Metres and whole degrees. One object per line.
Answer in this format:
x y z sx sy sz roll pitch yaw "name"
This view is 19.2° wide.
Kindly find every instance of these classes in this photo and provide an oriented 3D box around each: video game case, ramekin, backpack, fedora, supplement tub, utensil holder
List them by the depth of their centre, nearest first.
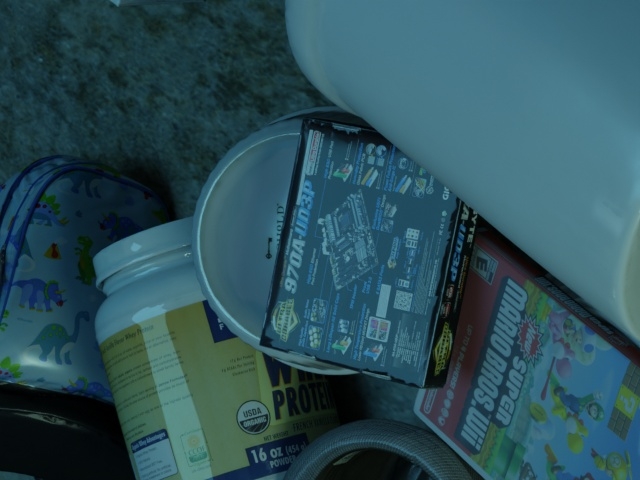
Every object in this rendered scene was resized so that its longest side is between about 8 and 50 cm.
0.214 -0.148 1.479 0.385 0.328 0.327 43 128 36 "utensil holder"
0.197 0.145 1.655 0.285 0.025 0.204 41 127 41 "video game case"
0.000 0.000 1.832 0.273 0.127 0.272 0 90 16 "ramekin"
0.076 0.301 1.878 0.244 0.124 0.275 22 107 28 "fedora"
-0.111 0.144 2.022 0.228 0.228 0.316 -28 75 50 "supplement tub"
-0.309 0.078 2.226 0.273 0.290 0.355 -44 35 43 "backpack"

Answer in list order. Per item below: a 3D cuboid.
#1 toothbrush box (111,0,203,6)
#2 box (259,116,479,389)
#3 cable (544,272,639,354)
-0.241 -0.422 2.157 0.295 0.126 0.216 39 126 39 "toothbrush box"
0.048 0.010 1.707 0.175 0.051 0.220 12 93 29 "box"
0.270 0.142 1.655 0.257 0.089 0.257 20 112 50 "cable"
